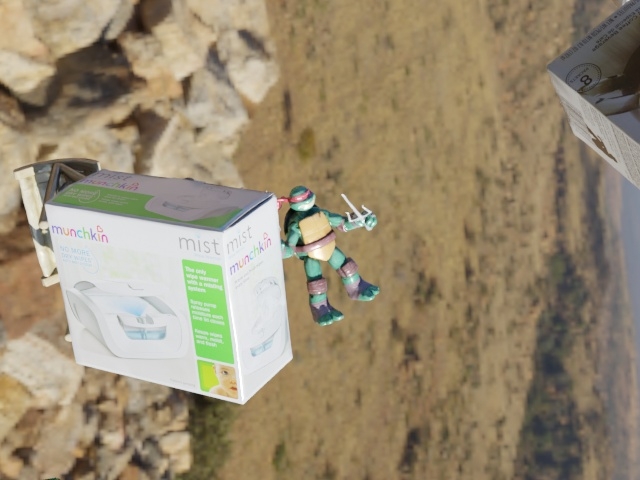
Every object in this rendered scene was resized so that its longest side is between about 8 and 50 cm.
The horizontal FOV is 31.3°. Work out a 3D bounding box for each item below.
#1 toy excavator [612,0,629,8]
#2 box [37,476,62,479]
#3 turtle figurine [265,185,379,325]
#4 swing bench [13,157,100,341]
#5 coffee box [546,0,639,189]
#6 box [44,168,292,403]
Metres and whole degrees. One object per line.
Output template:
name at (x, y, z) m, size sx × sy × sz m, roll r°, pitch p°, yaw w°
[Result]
toy excavator at (0.655, -0.396, 1.825) m, size 0.433 × 0.222 × 0.445 m, roll 65°, pitch -21°, yaw 18°
box at (-0.250, 0.325, 1.068) m, size 0.043 × 0.105 × 0.179 m, roll 12°, pitch 97°, yaw -67°
turtle figurine at (0.000, 0.000, 1.722) m, size 0.234 × 0.175 × 0.118 m, roll 69°, pitch -9°, yaw -21°
swing bench at (-0.444, 0.003, 2.122) m, size 0.255 × 0.165 × 0.253 m, roll -133°, pitch -150°, yaw -55°
coffee box at (0.366, -0.100, 1.021) m, size 0.297 × 0.168 × 0.119 m, roll 52°, pitch 1°, yaw 42°
box at (-0.181, 0.048, 1.402) m, size 0.127 × 0.262 × 0.231 m, roll -41°, pitch 134°, yaw -51°
